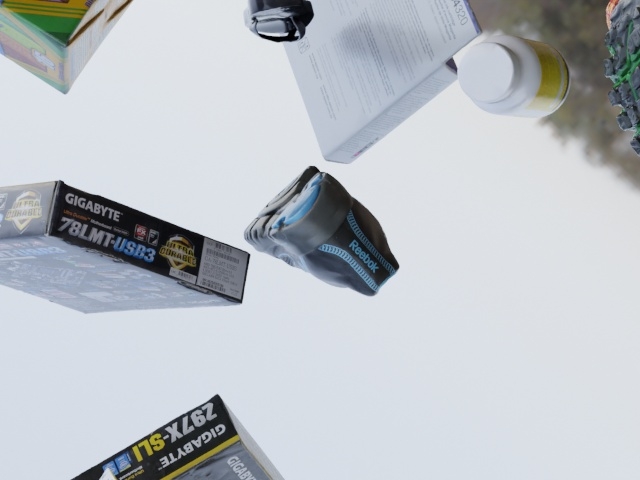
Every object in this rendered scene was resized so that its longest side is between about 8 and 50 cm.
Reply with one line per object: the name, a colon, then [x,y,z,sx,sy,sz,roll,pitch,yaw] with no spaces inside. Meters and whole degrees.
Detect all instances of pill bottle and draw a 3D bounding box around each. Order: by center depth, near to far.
pill bottle: [0.154,-0.132,1.230,0.065,0.065,0.116,47,-158,17]

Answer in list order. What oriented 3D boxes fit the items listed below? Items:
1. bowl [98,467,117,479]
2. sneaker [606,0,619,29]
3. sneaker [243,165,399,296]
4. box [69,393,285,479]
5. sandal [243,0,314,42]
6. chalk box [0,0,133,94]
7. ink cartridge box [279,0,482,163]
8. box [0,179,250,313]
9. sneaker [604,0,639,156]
bowl: [-0.216,0.334,1.624,0.170,0.080,0.170,55,167,20]
sneaker: [0.316,-0.156,1.354,0.175,0.064,0.067,36,179,-16]
sneaker: [0.000,0.000,1.788,0.140,0.125,0.341,43,180,-9]
box: [-0.174,0.342,1.890,0.079,0.257,0.322,61,178,34]
sandal: [-0.060,-0.298,2.083,0.254,0.097,0.054,-27,-73,-85]
chalk box: [-0.381,-0.344,1.840,0.289,0.179,0.180,31,165,1]
ink cartridge box: [0.081,-0.330,2.200,0.071,0.330,0.324,8,-124,-46]
box: [-0.284,0.013,1.748,0.293,0.296,0.073,25,-112,-44]
sneaker: [0.349,-0.079,1.152,0.343,0.146,0.134,45,159,-17]
